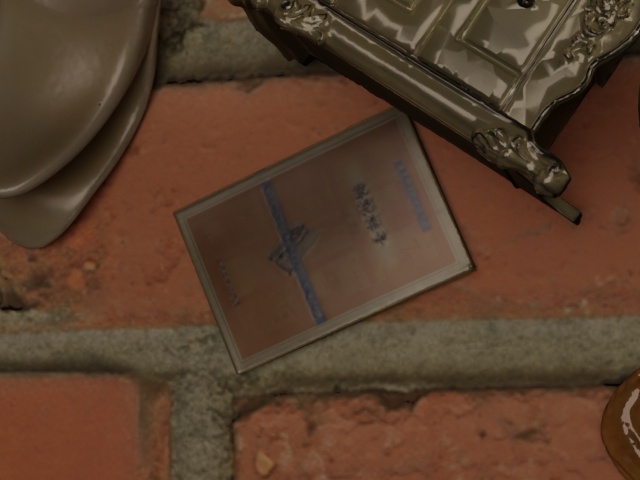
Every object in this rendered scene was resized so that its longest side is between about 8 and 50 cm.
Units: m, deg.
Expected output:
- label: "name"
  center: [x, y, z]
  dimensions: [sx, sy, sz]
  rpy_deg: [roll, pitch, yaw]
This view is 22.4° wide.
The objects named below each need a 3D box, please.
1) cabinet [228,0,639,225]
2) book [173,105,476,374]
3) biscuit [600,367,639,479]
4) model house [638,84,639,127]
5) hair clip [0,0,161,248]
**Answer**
- label: "cabinet"
  center: [0.146, -0.216, 1.335]
  dimensions: [0.318, 0.227, 0.290]
  rpy_deg: [34, 90, 16]
- label: "book"
  center: [0.000, 0.000, 1.472]
  dimensions: [0.241, 0.018, 0.170]
  rpy_deg: [-26, 78, 12]
- label: "biscuit"
  center: [0.382, 0.250, 1.321]
  dimensions: [0.269, 0.051, 0.376]
  rpy_deg: [-41, 76, 10]
- label: "model house"
  center: [0.431, -0.167, 1.229]
  dimensions: [0.194, 0.267, 0.325]
  rpy_deg: [8, 71, 56]
- label: "hair clip"
  center: [-0.251, -0.135, 1.519]
  dimensions: [0.172, 0.113, 0.282]
  rpy_deg: [17, 84, 17]
